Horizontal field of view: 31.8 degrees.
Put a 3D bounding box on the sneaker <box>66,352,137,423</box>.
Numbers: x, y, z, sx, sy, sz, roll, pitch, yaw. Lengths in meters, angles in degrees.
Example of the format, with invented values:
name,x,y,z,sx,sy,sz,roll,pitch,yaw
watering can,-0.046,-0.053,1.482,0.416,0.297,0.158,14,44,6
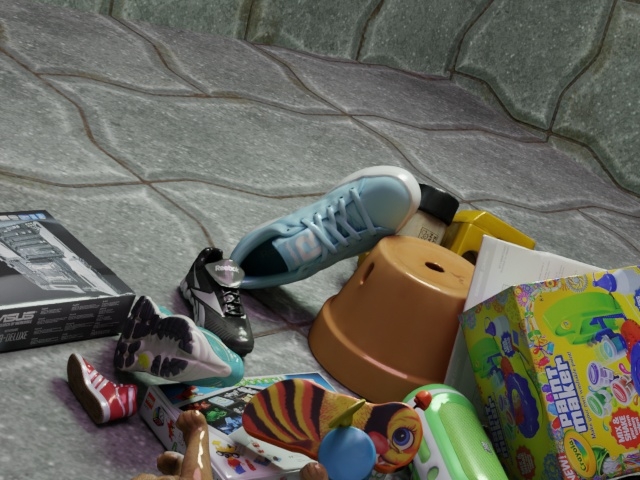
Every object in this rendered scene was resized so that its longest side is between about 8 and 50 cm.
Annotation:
name,x,y,z,sx,sy,sz,roll,pitch,yaw
sneaker,-0.283,0.191,1.470,0.067,0.042,0.118,-2,40,-40

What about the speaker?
name,x,y,z,sx,sy,sz,roll,pitch,yaw
speaker,0.188,0.321,1.530,0.131,0.131,0.296,16,22,-18

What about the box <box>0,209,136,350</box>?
name,x,y,z,sx,sy,sz,roll,pitch,yaw
box,-0.453,0.053,1.577,0.242,0.076,0.307,38,25,32

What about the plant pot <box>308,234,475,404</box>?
name,x,y,z,sx,sy,sz,roll,pitch,yaw
plant pot,0.149,0.124,1.850,0.291,0.203,0.291,20,21,-8

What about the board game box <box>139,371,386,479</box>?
name,x,y,z,sx,sy,sz,roll,pitch,yaw
board game box,-0.066,0.260,1.512,0.305,0.053,0.193,2,31,-43

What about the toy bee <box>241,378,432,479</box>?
name,x,y,z,sx,sy,sz,roll,pitch,yaw
toy bee,0.060,0.244,1.410,0.298,0.162,0.195,36,-17,-11

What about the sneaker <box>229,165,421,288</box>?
name,x,y,z,sx,sy,sz,roll,pitch,yaw
sneaker,0.000,0.000,1.881,0.135,0.366,0.150,56,27,-11

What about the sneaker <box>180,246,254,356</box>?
name,x,y,z,sx,sy,sz,roll,pitch,yaw
sneaker,-0.156,0.086,1.760,0.078,0.106,0.234,9,25,-30

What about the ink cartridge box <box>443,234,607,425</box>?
name,x,y,z,sx,sy,sz,roll,pitch,yaw
ink cartridge box,0.315,0.159,1.800,0.261,0.296,0.066,16,-2,-24

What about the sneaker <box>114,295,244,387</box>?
name,x,y,z,sx,sy,sz,roll,pitch,yaw
sneaker,-0.199,0.150,1.525,0.110,0.107,0.275,25,-4,-32

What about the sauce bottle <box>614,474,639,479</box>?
name,x,y,z,sx,sy,sz,roll,pitch,yaw
sauce bottle,0.492,0.401,1.668,0.345,0.111,0.111,9,25,-36

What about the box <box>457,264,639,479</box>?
name,x,y,z,sx,sy,sz,roll,pitch,yaw
box,0.393,0.207,1.658,0.279,0.177,0.289,-8,75,-23

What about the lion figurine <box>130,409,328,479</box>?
name,x,y,z,sx,sy,sz,roll,pitch,yaw
lion figurine,-0.082,0.337,1.204,0.392,0.142,0.240,22,33,-19

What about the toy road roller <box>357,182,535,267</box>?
name,x,y,z,sx,sy,sz,roll,pitch,yaw
toy road roller,0.219,0.034,2.135,0.330,0.202,0.241,28,-9,-23
